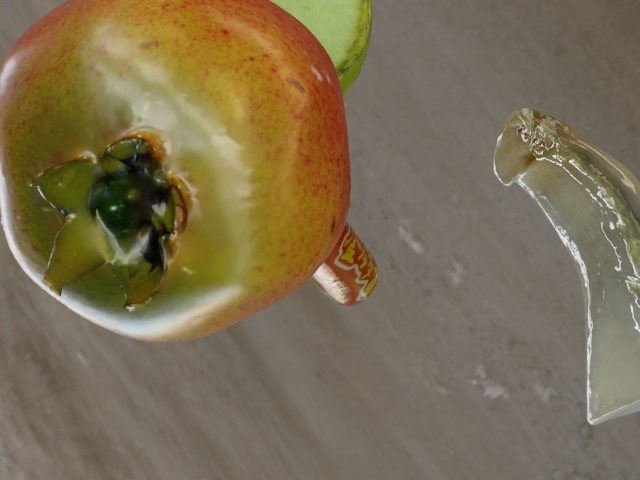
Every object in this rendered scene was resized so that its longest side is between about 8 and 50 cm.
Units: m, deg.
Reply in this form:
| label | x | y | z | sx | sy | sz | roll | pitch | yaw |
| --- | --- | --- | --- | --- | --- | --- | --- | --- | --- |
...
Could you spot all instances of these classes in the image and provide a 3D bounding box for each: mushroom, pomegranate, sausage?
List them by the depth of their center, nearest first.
| label | x | y | z | sx | sy | sz | roll | pitch | yaw |
| --- | --- | --- | --- | --- | --- | --- | --- | --- | --- |
| pomegranate | -0.087 | -0.042 | 0.688 | 0.221 | 0.256 | 0.221 | 4 | 115 | 9 |
| sausage | 0.000 | 0.000 | 1.235 | 0.083 | 0.083 | 0.264 | 40 | 174 | 35 |
| mushroom | 0.340 | 0.007 | 1.432 | 0.126 | 0.177 | 0.397 | 82 | 170 | -70 |

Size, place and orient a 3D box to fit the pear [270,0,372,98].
| label | x | y | z | sx | sy | sz | roll | pitch | yaw |
| --- | --- | --- | --- | --- | --- | --- | --- | --- | --- |
| pear | -0.063 | -0.156 | 0.966 | 0.239 | 0.139 | 0.288 | -48 | 52 | 49 |
